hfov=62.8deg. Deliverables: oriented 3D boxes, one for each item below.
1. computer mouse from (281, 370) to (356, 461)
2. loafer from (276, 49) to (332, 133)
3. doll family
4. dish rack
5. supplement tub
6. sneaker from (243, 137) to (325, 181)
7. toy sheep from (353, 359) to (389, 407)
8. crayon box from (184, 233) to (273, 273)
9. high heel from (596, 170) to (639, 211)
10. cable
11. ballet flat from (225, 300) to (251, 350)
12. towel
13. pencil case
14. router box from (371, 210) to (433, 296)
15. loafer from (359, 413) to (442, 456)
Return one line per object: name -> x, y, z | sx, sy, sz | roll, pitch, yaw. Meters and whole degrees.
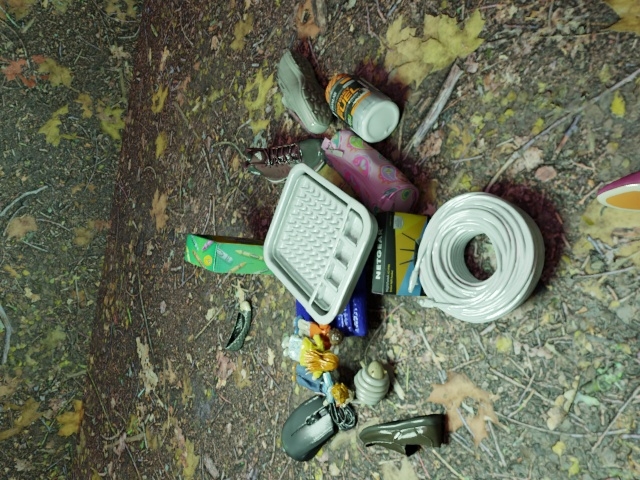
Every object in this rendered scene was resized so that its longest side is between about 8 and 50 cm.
computer mouse -> -0.035, 0.482, 1.382 | 0.272, 0.072, 0.188 | -57, 49, 26
loafer -> -0.052, -0.409, 1.492 | 0.111, 0.112, 0.320 | -51, 44, 37
doll family -> -0.003, 0.308, 1.227 | 0.163, 0.118, 0.263 | 11, 121, 40
dish rack -> 0.000, 0.000, 1.221 | 0.333, 0.072, 0.286 | 41, 118, 44
supplement tub -> 0.099, -0.336, 1.304 | 0.190, 0.117, 0.117 | 49, 120, 39
sneaker -> -0.119, -0.231, 1.494 | 0.281, 0.162, 0.107 | -15, 74, 46
toy sheep -> 0.118, 0.337, 1.227 | 0.091, 0.091, 0.132 | 38, 127, 43
crayon box -> -0.218, 0.040, 1.484 | 0.165, 0.278, 0.081 | 14, 96, 47
high heel -> 0.562, -0.120, 0.819 | 0.244, 0.082, 0.117 | -20, 42, 58
cable -> 0.314, 0.035, 1.045 | 0.257, 0.089, 0.257 | 19, 99, 46
ballet flat -> -0.258, 0.275, 1.668 | 0.057, 0.049, 0.173 | 26, 104, 45
towel -> 0.013, 0.082, 1.301 | 0.227, 0.076, 0.308 | -7, 81, 43
pencil case -> 0.114, -0.158, 1.264 | 0.284, 0.124, 0.124 | 52, 122, 37
router box -> 0.183, 0.031, 1.151 | 0.046, 0.133, 0.179 | -3, 83, 62
loafer -> 0.173, 0.437, 1.152 | 0.220, 0.080, 0.078 | -30, 64, 42
